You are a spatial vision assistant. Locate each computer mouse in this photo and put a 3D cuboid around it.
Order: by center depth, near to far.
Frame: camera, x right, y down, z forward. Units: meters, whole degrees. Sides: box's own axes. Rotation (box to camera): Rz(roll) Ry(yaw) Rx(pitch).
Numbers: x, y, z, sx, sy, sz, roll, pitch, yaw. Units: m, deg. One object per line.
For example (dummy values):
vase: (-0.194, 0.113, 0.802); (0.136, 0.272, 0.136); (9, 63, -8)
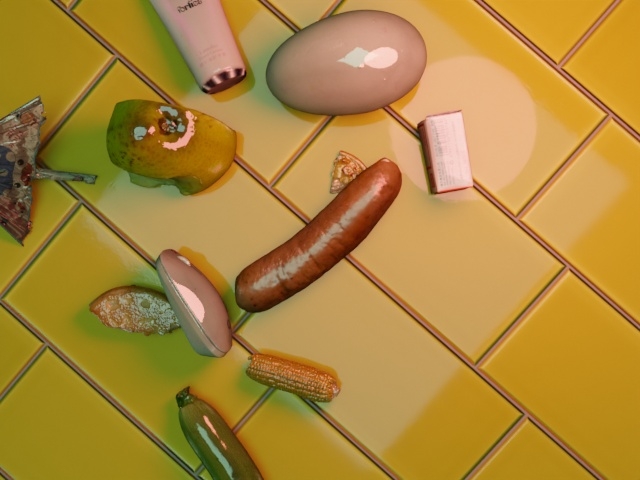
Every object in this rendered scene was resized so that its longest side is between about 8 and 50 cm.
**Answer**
computer mouse: (-0.287, 0.144, 1.808); (0.097, 0.159, 0.288); (-23, 91, 10)

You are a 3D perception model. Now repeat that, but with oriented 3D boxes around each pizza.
pizza: (0.065, -0.148, 1.839); (0.123, 0.026, 0.108); (44, 97, 1)
pizza: (-0.445, 0.172, 1.873); (0.247, 0.058, 0.127); (-2, 91, 3)

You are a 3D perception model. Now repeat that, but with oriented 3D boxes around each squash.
squash: (-0.231, 0.531, 1.848); (0.107, 0.107, 0.395); (-33, 88, 5)

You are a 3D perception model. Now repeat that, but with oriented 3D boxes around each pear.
pear: (-0.356, -0.211, 1.743); (0.287, 0.282, 0.176); (8, 84, 4)

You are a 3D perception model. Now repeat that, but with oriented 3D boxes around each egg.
egg: (0.056, -0.398, 1.729); (0.371, 0.230, 0.229); (-8, 92, 10)

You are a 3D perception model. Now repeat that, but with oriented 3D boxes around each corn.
corn: (-0.067, 0.333, 1.842); (0.238, 0.080, 0.080); (16, 93, 2)

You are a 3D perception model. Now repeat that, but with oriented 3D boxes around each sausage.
sausage: (0.002, 0.002, 1.799); (0.501, 0.123, 0.136); (-39, 102, 6)

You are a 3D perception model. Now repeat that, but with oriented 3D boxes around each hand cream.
hand cream: (-0.296, -0.523, 1.815); (0.186, 0.118, 0.358); (-26, 82, 3)

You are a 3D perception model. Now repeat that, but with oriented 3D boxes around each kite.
kite: (-0.726, -0.164, 1.821); (0.369, 0.014, 0.405); (5, 119, -24)

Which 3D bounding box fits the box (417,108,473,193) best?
box: (0.290, -0.202, 1.768); (0.099, 0.133, 0.182); (-10, 93, 4)
